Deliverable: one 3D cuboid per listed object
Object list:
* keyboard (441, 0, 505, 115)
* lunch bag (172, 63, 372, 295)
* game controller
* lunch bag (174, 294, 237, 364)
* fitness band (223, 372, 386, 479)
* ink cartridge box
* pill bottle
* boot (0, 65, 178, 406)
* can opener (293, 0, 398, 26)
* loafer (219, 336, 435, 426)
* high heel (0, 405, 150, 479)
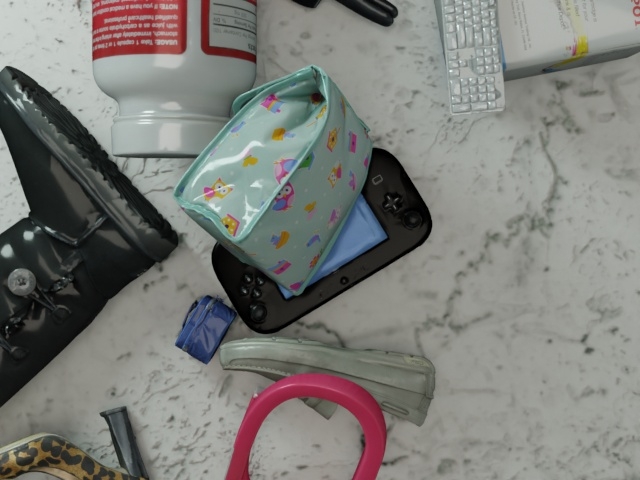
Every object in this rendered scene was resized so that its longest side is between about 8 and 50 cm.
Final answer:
[{"bbox_3d":[0.194,-0.292,1.380,0.072,0.014,0.256,-4,92,5],"label":"keyboard"},{"bbox_3d":[-0.042,-0.092,1.450,0.160,0.223,0.262,31,83,29],"label":"lunch bag"},{"bbox_3d":[0.000,0.000,1.566,0.319,0.067,0.166,-31,91,2],"label":"game controller"},{"bbox_3d":[-0.170,0.126,1.574,0.065,0.067,0.098,29,91,0],"label":"lunch bag"},{"bbox_3d":[-0.022,0.314,1.533,0.209,0.054,0.291,19,117,-2],"label":"fitness band"},{"bbox_3d":[0.303,-0.335,1.479,0.270,0.197,0.198,-10,91,3],"label":"ink cartridge box"},{"bbox_3d":[-0.202,-0.320,1.480,0.229,0.229,0.407,1,92,2],"label":"pill bottle"},{"bbox_3d":[-0.488,0.021,1.554,0.445,0.146,0.367,-41,89,7],"label":"boot"},{"bbox_3d":[0.029,-0.368,1.565,0.186,0.073,0.059,22,54,-2],"label":"can opener"},{"bbox_3d":[0.008,0.204,1.550,0.319,0.112,0.111,8,84,1],"label":"loafer"},{"bbox_3d":[-0.376,0.366,1.546,0.261,0.093,0.186,-16,86,-22],"label":"high heel"}]
